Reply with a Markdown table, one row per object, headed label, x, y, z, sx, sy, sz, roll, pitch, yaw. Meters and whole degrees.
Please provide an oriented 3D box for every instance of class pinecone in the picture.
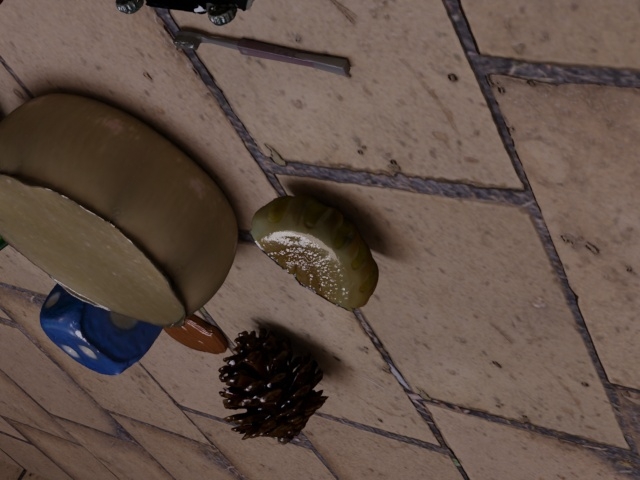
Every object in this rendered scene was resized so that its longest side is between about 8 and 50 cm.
| label | x | y | z | sx | sy | sz | roll | pitch | yaw |
| --- | --- | --- | --- | --- | --- | --- | --- | --- | --- |
| pinecone | -0.075 | 0.208 | 1.641 | 0.173 | 0.174 | 0.173 | 24 | 154 | 13 |

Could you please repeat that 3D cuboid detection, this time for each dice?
| label | x | y | z | sx | sy | sz | roll | pitch | yaw |
| --- | --- | --- | --- | --- | --- | --- | --- | --- | --- |
| dice | -0.329 | 0.114 | 1.735 | 0.146 | 0.146 | 0.143 | -3 | 137 | 50 |

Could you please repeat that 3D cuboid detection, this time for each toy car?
| label | x | y | z | sx | sy | sz | roll | pitch | yaw |
| --- | --- | --- | --- | --- | --- | --- | --- | --- | --- |
| toy car | -0.142 | -0.244 | 0.997 | 0.205 | 0.056 | 0.095 | 15 | 151 | 36 |

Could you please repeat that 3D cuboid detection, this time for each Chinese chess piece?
| label | x | y | z | sx | sy | sz | roll | pitch | yaw |
| --- | --- | --- | --- | --- | --- | --- | --- | --- | --- |
| Chinese chess piece | -0.267 | -0.032 | 1.420 | 0.338 | 0.140 | 0.338 | 26 | 155 | 13 |

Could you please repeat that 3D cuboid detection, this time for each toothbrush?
| label | x | y | z | sx | sy | sz | roll | pitch | yaw |
| --- | --- | --- | --- | --- | --- | --- | --- | --- | --- |
| toothbrush | -0.059 | -0.178 | 1.075 | 0.194 | 0.017 | 0.014 | 13 | 155 | 26 |

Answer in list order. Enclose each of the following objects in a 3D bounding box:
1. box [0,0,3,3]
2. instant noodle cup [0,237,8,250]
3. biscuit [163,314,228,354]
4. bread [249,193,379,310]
| label | x | y | z | sx | sy | sz | roll | pitch | yaw |
| --- | --- | --- | --- | --- | --- | --- | --- | --- | --- |
| box | -0.381 | -0.283 | 1.219 | 0.082 | 0.023 | 0.051 | 29 | 153 | 3 |
| instant noodle cup | -0.504 | -0.107 | 1.486 | 0.207 | 0.207 | 0.233 | 21 | 146 | 19 |
| biscuit | -0.202 | 0.148 | 1.806 | 0.130 | 0.019 | 0.102 | 0 | 142 | 46 |
| bread | 0.000 | 0.000 | 1.257 | 0.157 | 0.083 | 0.094 | 29 | 150 | 5 |
